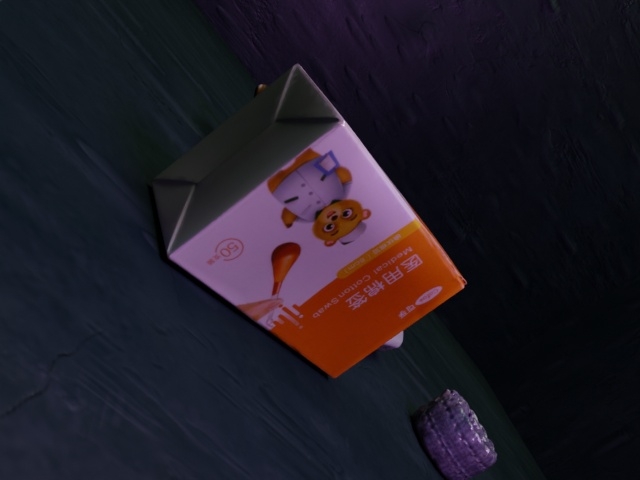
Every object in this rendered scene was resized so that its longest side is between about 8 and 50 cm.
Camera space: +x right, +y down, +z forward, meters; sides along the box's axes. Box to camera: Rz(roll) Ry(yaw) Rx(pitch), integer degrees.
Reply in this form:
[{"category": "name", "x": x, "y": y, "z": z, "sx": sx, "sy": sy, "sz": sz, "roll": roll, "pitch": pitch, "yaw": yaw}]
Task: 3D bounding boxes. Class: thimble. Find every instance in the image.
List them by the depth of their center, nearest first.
[{"category": "thimble", "x": 0.243, "y": 0.355, "z": 1.054, "sx": 0.150, "sy": 0.098, "sz": 0.150, "roll": 53, "pitch": 10, "yaw": -13}]

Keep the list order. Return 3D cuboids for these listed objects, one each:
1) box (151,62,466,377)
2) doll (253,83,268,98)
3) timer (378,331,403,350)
[{"category": "box", "x": 0.000, "y": 0.000, "z": 0.705, "sx": 0.341, "sy": 0.225, "sz": 0.143, "roll": 46, "pitch": 11, "yaw": -42}, {"category": "doll", "x": -0.065, "y": -0.125, "z": 1.030, "sx": 0.340, "sy": 0.209, "sz": 0.318, "roll": -56, "pitch": 142, "yaw": -79}, {"category": "timer", "x": 0.086, "y": 0.081, "z": 1.115, "sx": 0.237, "sy": 0.087, "sz": 0.262, "roll": 39, "pitch": 39, "yaw": -67}]
